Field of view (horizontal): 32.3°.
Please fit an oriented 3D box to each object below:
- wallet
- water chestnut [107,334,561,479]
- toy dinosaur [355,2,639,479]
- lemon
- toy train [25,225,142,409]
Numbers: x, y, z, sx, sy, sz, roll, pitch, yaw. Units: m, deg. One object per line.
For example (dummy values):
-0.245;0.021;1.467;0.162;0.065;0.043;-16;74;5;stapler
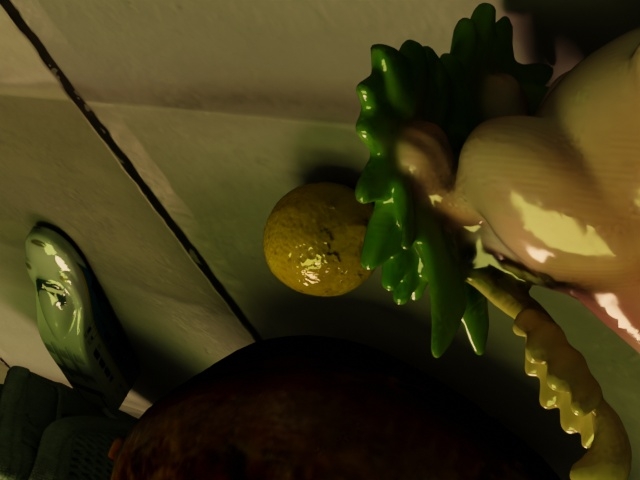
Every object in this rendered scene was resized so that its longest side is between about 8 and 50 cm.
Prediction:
-0.139;0.227;1.007;0.342;0.075;0.237;30;-176;-17;wallet
-0.001;0.239;0.717;0.350;0.302;0.350;11;127;15;water chestnut
0.122;-0.028;0.369;0.177;0.152;0.194;11;107;33;toy dinosaur
0.000;0.000;0.589;0.062;0.062;0.083;40;150;-20;lemon
-0.208;0.069;0.933;0.052;0.051;0.234;18;151;16;toy train
